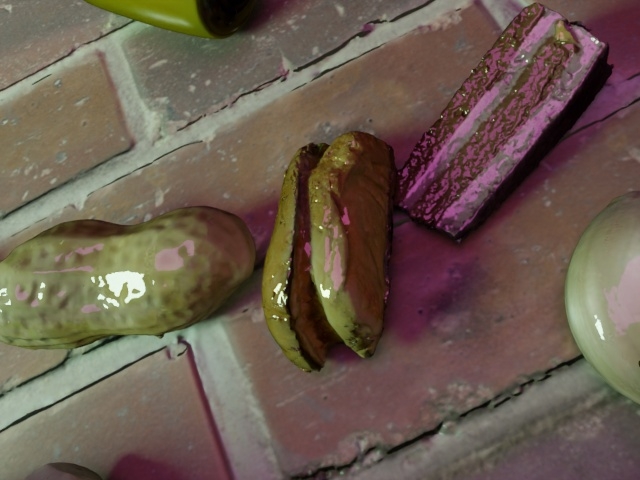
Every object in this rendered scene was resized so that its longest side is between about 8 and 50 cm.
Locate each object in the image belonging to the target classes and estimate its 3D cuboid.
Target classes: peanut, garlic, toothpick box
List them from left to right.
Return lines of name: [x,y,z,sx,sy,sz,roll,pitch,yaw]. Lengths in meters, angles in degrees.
peanut: [-0.223,0.041,0.635,0.313,0.149,0.149,-9,65,10]
toothpick box: [-0.222,-0.388,0.803,0.271,0.175,0.175,27,76,20]
garlic: [0.332,0.042,0.507,0.217,0.110,0.228,-24,63,7]

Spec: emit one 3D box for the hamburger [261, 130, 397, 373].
hamburger: [0.000,0.000,0.595,0.124,0.131,0.262,-10,63,32]

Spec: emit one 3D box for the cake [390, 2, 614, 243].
cake: [0.198,-0.134,0.624,0.116,0.113,0.295,40,87,28]

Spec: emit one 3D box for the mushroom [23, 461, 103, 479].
mushroom: [-0.228,0.312,0.536,0.088,0.097,0.213,-23,65,-3]

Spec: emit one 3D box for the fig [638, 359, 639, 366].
fig: [0.343,0.176,0.410,0.245,0.149,0.149,34,79,14]
